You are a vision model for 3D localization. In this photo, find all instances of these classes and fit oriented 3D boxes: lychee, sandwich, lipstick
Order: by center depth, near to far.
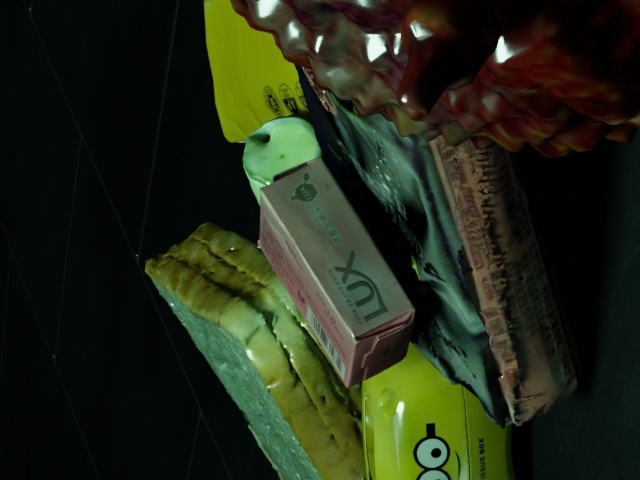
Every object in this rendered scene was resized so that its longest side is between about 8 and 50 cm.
[{"bbox_3d":[0.105,-0.237,1.011,0.425,0.424,0.500,106,175,-48],"label":"lychee"},{"bbox_3d":[0.000,0.000,1.690,0.304,0.076,0.076,68,177,-57],"label":"lipstick"},{"bbox_3d":[-0.019,0.145,1.774,0.301,0.099,0.271,60,171,-21],"label":"sandwich"}]

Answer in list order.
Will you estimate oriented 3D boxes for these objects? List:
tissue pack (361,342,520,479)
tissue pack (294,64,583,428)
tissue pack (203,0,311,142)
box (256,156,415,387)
[{"bbox_3d":[0.096,0.166,1.613,0.123,0.127,0.178,-147,51,-64],"label":"tissue pack"},{"bbox_3d":[0.079,-0.037,1.458,0.245,0.123,0.332,55,168,50],"label":"tissue pack"},{"bbox_3d":[-0.005,-0.185,1.697,0.271,0.134,0.192,178,83,-68],"label":"tissue pack"},{"bbox_3d":[0.010,0.025,1.468,0.156,0.060,0.111,57,167,18],"label":"box"}]
